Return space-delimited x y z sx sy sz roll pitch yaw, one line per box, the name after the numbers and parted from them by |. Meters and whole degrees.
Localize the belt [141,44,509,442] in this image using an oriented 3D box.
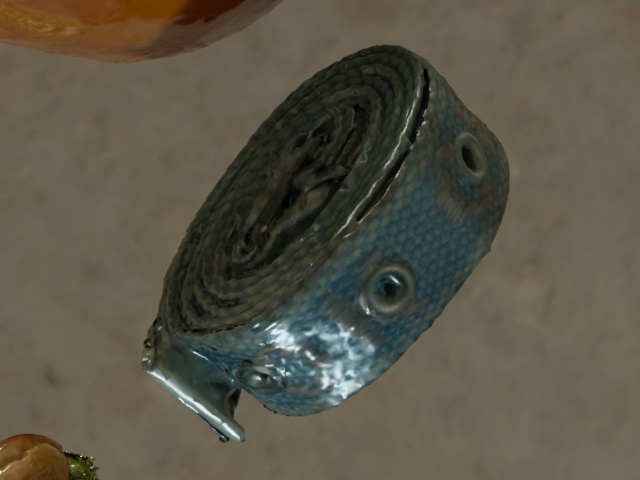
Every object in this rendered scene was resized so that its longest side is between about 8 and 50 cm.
0.004 -0.007 0.876 0.148 0.163 0.082 -21 129 39 | belt

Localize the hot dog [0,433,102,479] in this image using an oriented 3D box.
-0.066 0.064 0.327 0.021 0.083 0.037 33 154 35 | hot dog

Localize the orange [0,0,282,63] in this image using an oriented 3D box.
-0.108 -0.217 0.915 0.284 0.284 0.226 50 138 -2 | orange
